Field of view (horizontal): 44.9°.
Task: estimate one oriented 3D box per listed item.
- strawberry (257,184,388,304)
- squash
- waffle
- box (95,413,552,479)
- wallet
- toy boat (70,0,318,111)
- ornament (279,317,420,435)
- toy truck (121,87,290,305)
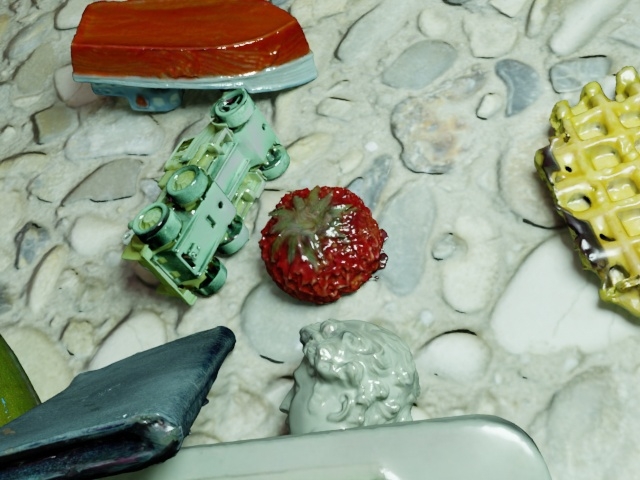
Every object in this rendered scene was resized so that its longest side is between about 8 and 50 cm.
[{"bbox_3d":[0.000,0.000,0.869,0.145,0.086,0.145,-9,52,12],"label":"strawberry"},{"bbox_3d":[-0.331,0.201,0.820,0.087,0.087,0.331,-36,52,-10],"label":"squash"},{"bbox_3d":[0.365,-0.062,0.820,0.307,0.060,0.312,-41,54,-16],"label":"waffle"},{"bbox_3d":[-0.007,0.337,0.545,0.397,0.111,0.395,-8,76,11],"label":"box"},{"bbox_3d":[-0.180,0.142,0.679,0.191,0.379,0.046,-16,92,0],"label":"wallet"},{"bbox_3d":[-0.170,-0.251,1.084,0.332,0.133,0.145,0,50,4],"label":"toy boat"},{"bbox_3d":[0.008,0.202,0.700,0.130,0.120,0.285,16,61,6],"label":"ornament"},{"bbox_3d":[-0.152,-0.063,0.940,0.135,0.128,0.259,8,57,38],"label":"toy truck"}]
